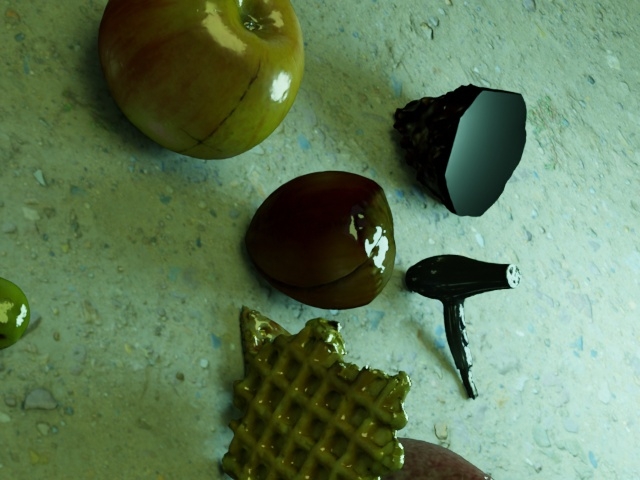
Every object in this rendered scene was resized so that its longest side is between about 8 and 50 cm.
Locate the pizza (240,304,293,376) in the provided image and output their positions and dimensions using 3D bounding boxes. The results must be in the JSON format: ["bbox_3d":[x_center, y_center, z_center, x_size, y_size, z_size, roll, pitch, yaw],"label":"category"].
[{"bbox_3d":[-0.045,0.156,1.858,0.184,0.036,0.176,-10,70,-44],"label":"pizza"}]

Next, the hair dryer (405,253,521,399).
[{"bbox_3d":[0.218,0.127,2.035,0.075,0.195,0.219,-19,102,-41],"label":"hair dryer"}]

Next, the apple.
[{"bbox_3d":[-0.155,-0.251,1.881,0.286,0.233,0.286,22,51,-31],"label":"apple"}]

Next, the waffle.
[{"bbox_3d":[-0.010,0.214,1.679,0.051,0.291,0.291,29,46,-45],"label":"waffle"}]

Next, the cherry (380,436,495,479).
[{"bbox_3d":[0.097,0.353,1.713,0.239,0.206,0.239,8,50,-10],"label":"cherry"}]

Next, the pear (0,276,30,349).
[{"bbox_3d":[-0.376,0.081,1.592,0.092,0.092,0.097,17,38,-32],"label":"pear"}]

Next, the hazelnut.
[{"bbox_3d":[0.000,0.000,1.908,0.208,0.208,0.208,21,52,-29],"label":"hazelnut"}]

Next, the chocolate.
[{"bbox_3d":[0.196,-0.158,2.220,0.177,0.206,0.224,24,16,36],"label":"chocolate"}]
